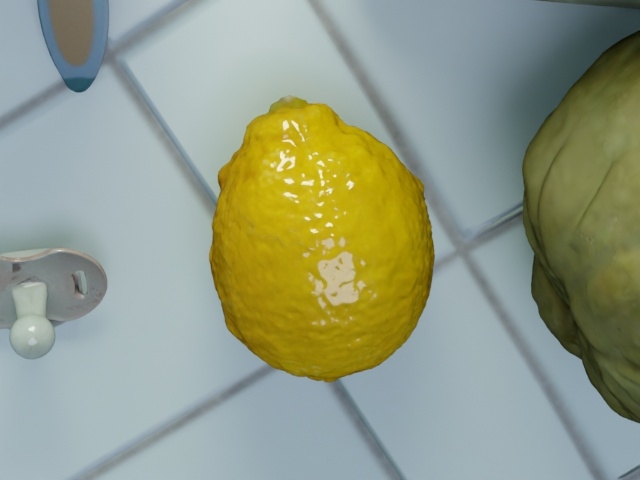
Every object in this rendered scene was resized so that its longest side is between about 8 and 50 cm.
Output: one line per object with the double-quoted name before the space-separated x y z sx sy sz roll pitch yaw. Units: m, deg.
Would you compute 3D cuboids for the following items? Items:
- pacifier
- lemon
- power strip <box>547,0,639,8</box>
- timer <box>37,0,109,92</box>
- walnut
"pacifier" -0.184 0.046 0.897 0.099 0.078 0.082 -8 136 -9
"lemon" 0.000 0.000 0.878 0.142 0.142 0.187 -12 105 -6
"power strip" 0.150 -0.187 0.875 0.285 0.048 0.080 0 111 -11
"timer" -0.172 -0.181 0.752 0.175 0.175 0.256 6 113 -14
"walnut" 0.267 -0.006 0.865 0.276 0.253 0.282 -12 114 -5
